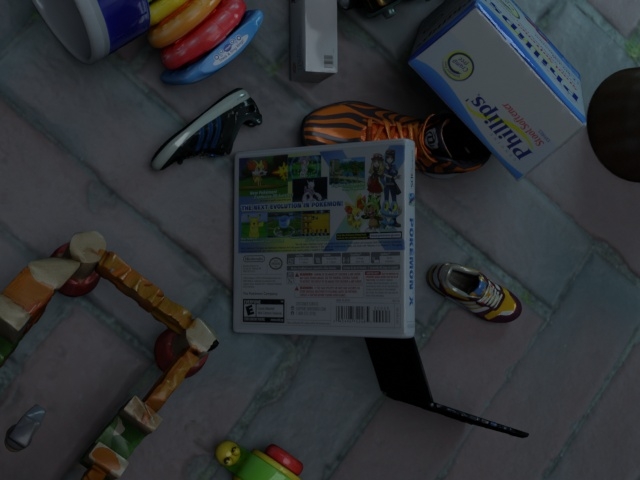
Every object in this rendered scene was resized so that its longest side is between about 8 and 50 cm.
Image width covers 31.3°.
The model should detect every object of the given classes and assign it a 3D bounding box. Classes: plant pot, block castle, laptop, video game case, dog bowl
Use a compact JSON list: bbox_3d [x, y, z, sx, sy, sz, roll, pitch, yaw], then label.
[{"bbox_3d":[0.624,-0.219,2.017,0.215,0.230,0.215,1,87,-17],"label":"plant pot"},{"bbox_3d":[-0.390,0.233,1.675,0.303,0.213,0.453,39,66,-6],"label":"block castle"},{"bbox_3d":[0.191,0.210,1.863,0.264,0.234,0.136,20,83,-15],"label":"laptop"},{"bbox_3d":[0.000,0.000,1.794,0.036,0.329,0.300,4,86,-56],"label":"video game case"},{"bbox_3d":[-0.367,-0.402,1.701,0.104,0.265,0.265,-33,97,-18],"label":"dog bowl"}]

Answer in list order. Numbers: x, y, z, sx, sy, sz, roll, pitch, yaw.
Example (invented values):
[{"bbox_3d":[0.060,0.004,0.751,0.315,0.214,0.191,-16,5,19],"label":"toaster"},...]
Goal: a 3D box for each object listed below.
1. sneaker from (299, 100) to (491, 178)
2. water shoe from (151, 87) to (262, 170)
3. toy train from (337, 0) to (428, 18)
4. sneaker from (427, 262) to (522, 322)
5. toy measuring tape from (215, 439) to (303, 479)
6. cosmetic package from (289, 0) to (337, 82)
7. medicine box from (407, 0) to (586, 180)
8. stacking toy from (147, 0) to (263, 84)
[{"bbox_3d":[0.136,-0.177,1.890,0.321,0.180,0.124,3,87,-17],"label":"sneaker"},{"bbox_3d":[-0.180,-0.164,1.849,0.203,0.073,0.080,-40,101,-14],"label":"water shoe"},{"bbox_3d":[0.178,-0.480,1.903,0.334,0.190,0.142,-29,97,-21],"label":"toy train"},{"bbox_3d":[0.276,0.094,1.972,0.185,0.084,0.069,22,81,-15],"label":"sneaker"},{"bbox_3d":[-0.033,0.426,1.848,0.330,0.121,0.121,38,78,-12],"label":"toy measuring tape"},{"bbox_3d":[-0.014,-0.389,1.897,0.060,0.099,0.239,0,87,-15],"label":"cosmetic package"},{"bbox_3d":[0.294,-0.279,1.877,0.149,0.289,0.263,-40,102,23],"label":"medicine box"},{"bbox_3d":[-0.244,-0.398,1.763,0.175,0.166,0.302,-43,112,-13],"label":"stacking toy"}]
